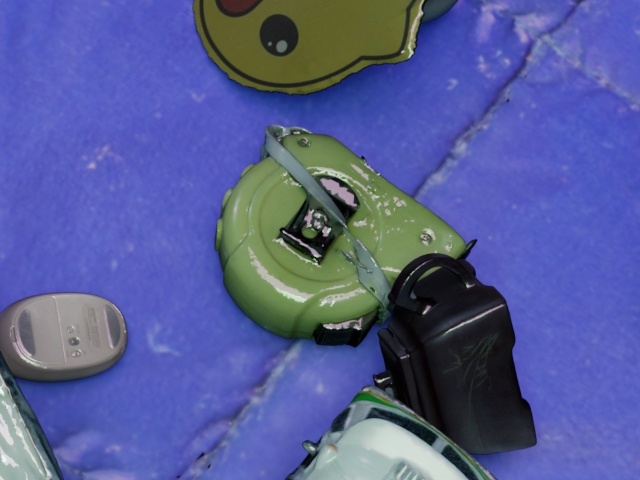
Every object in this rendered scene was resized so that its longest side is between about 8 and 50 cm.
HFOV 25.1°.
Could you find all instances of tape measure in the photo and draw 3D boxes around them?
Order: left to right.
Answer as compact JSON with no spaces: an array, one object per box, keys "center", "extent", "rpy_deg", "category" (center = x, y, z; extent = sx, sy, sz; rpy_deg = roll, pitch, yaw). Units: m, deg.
[{"center":[0.000,0.000,1.068],"extent":[0.177,0.087,0.154],"rpy_deg":[39,69,11],"category":"tape measure"}]

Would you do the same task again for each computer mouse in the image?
[{"center":[-0.189,0.072,1.041],"extent":[0.096,0.039,0.066],"rpy_deg":[-3,68,-24],"category":"computer mouse"}]

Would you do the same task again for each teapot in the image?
[{"center":[0.084,0.092,1.017],"extent":[0.096,0.087,0.177],"rpy_deg":[-19,115,-9],"category":"teapot"}]

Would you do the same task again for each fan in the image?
[{"center":[-0.026,-0.247,1.151],"extent":[0.229,0.011,0.335],"rpy_deg":[-45,58,10],"category":"fan"}]

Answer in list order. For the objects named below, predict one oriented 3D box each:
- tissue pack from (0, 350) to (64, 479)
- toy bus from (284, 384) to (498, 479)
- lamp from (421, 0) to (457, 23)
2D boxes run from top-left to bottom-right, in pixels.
[{"center":[-0.222,0.119,0.898],"extent":[0.081,0.257,0.185],"rpy_deg":[-26,75,-15],"category":"tissue pack"},{"center":[-0.004,0.231,0.910],"extent":[0.134,0.165,0.276],"rpy_deg":[37,85,6],"category":"toy bus"},{"center":[0.072,-0.226,1.158],"extent":[0.105,0.105,0.105],"rpy_deg":[3,68,-6],"category":"lamp"}]
